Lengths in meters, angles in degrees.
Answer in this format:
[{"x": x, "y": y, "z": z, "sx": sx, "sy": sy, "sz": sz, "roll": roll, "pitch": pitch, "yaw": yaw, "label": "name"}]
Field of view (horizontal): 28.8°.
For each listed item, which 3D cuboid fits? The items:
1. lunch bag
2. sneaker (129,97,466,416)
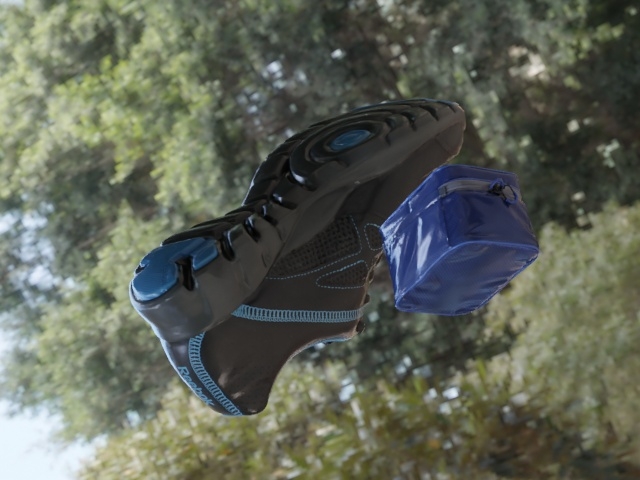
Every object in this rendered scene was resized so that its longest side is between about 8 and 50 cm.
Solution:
[{"x": 0.083, "y": -0.005, "z": 0.759, "sx": 0.067, "sy": 0.098, "sz": 0.065, "roll": 8, "pitch": -126, "yaw": -32, "label": "lunch bag"}, {"x": 0.000, "y": 0.000, "z": 1.006, "sx": 0.341, "sy": 0.125, "sz": 0.139, "roll": -38, "pitch": -64, "yaw": -29, "label": "sneaker"}]
